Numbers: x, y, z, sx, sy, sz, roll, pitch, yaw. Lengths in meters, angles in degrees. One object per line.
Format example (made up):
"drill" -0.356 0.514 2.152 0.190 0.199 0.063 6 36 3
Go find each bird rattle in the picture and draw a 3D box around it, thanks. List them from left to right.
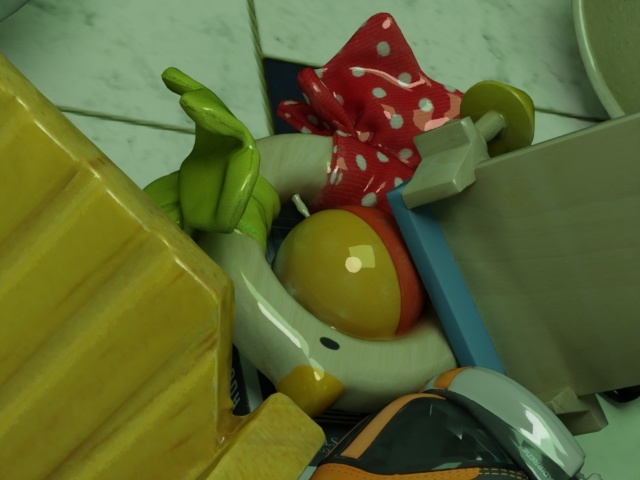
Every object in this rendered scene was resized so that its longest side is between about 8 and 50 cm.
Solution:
"bird rattle" 0.000 0.000 1.041 0.253 0.143 0.207 -8 61 -49

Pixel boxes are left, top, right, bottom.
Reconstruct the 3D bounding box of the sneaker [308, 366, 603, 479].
"sneaker" 0.104 0.217 0.895 0.180 0.124 0.321 -33 67 -34

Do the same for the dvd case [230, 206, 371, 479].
"dvd case" 0.029 0.053 1.079 0.179 0.029 0.238 6 44 -22

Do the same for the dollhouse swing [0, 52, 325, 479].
"dollhouse swing" -0.241 0.087 0.655 0.347 0.315 0.305 45 19 -3

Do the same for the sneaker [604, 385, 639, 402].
"sneaker" 0.192 0.060 1.134 0.170 0.063 0.074 9 45 -15

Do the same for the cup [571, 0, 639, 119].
"cup" 0.366 -0.164 1.304 0.237 0.331 0.331 18 33 -53

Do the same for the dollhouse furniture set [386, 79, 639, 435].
"dollhouse furniture set" 0.236 0.018 0.972 0.198 0.286 0.303 -33 99 -45

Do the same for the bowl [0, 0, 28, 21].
"bowl" -0.269 -0.197 1.103 0.298 0.134 0.298 15 41 -14
